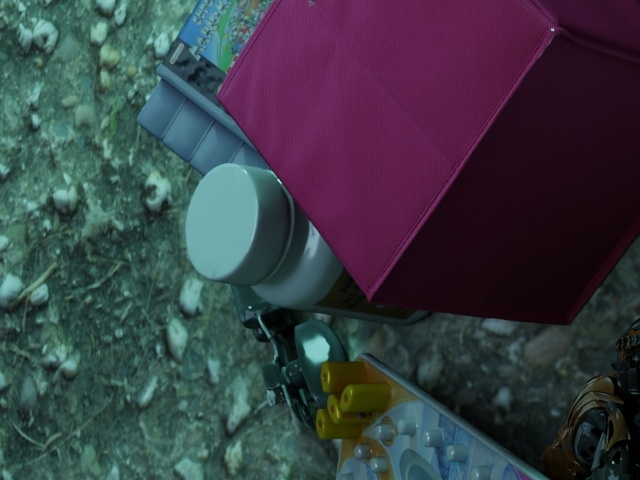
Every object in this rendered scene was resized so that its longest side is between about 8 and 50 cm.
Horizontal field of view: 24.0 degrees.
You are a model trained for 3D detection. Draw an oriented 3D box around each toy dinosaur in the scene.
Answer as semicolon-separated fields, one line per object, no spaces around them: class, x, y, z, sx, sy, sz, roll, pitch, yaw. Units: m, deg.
toy dinosaur;0.255;0.160;1.121;0.218;0.164;0.322;-105;27;-47

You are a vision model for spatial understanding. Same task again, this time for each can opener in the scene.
can opener;-0.041;0.065;1.519;0.093;0.074;0.280;-25;59;4

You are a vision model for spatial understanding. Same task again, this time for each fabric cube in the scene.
fabric cube;0.123;-0.116;1.208;0.259;0.254;0.258;-56;48;23

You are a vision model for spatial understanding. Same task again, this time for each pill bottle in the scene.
pill bottle;0.000;0.000;1.348;0.131;0.229;0.131;-14;71;47

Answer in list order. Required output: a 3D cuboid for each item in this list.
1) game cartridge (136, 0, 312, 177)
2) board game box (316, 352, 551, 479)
game cartridge;-0.007;-0.195;1.436;0.230;0.068;0.355;37;108;9
board game box;0.075;0.333;1.210;0.390;0.050;0.390;31;116;61
